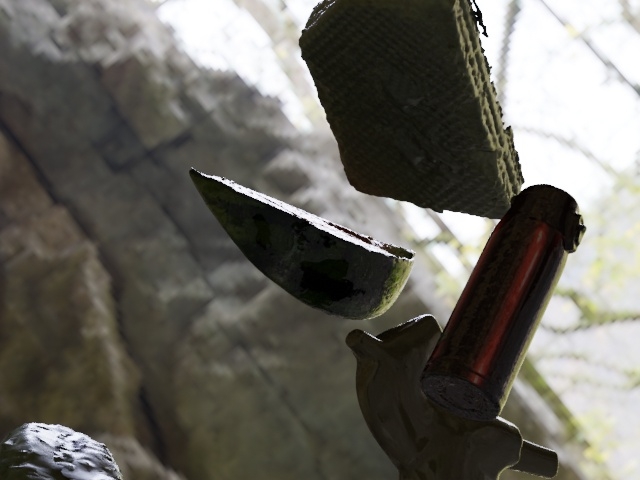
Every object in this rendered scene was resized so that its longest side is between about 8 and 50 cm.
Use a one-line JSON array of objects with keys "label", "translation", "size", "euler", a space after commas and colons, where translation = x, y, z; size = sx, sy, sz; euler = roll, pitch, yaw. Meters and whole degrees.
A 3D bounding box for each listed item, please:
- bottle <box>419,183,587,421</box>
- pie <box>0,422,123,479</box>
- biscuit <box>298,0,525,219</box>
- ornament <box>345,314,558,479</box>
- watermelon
[{"label": "bottle", "translation": [0.122, 0.036, 1.197], "size": [0.164, 0.060, 0.060], "euler": [-62, -1, -28]}, {"label": "pie", "translation": [-0.094, 0.211, 0.842], "size": [0.079, 0.277, 0.277], "euler": [-19, -16, -7]}, {"label": "biscuit", "translation": [0.065, -0.112, 1.409], "size": [0.052, 0.150, 0.252], "euler": [-60, -30, -29]}, {"label": "ornament", "translation": [0.101, 0.183, 1.421], "size": [0.245, 0.230, 0.061], "euler": [23, -19, -35]}, {"label": "watermelon", "translation": [-0.004, 0.004, 1.495], "size": [0.245, 0.119, 0.063], "euler": [18, -68, -44]}]
